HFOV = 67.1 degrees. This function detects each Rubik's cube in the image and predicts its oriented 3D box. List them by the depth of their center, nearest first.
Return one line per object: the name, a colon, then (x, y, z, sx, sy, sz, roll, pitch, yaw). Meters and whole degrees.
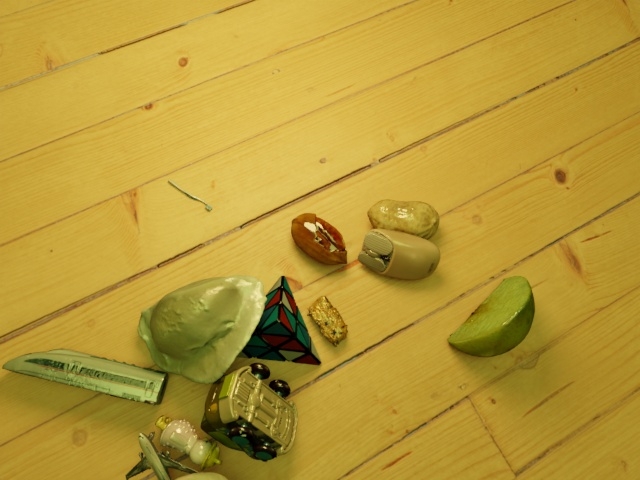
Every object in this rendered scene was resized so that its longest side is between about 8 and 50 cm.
Rubik's cube: (-0.069, 0.269, 1.314, 0.234, 0.250, 0.284, 43, 68, -14)

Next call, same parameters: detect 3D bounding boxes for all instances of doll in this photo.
doll: (-0.332, 0.511, 1.218, 0.207, 0.129, 0.081, 22, 66, 23)

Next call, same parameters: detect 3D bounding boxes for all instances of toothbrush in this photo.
toothbrush: (-0.395, -0.140, 1.465, 0.162, 0.014, 0.017, 35, 54, 5)

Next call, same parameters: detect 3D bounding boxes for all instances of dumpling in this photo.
dumpling: (-0.327, 0.206, 1.250, 0.212, 0.321, 0.269, 36, 49, -23)

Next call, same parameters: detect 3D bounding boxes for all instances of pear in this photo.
pear: (0.527, 0.227, 1.351, 0.288, 0.239, 0.139, -41, 82, -15)

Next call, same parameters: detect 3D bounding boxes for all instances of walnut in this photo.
walnut: (0.000, 0.000, 1.423, 0.207, 0.116, 0.116, 42, 73, 6)

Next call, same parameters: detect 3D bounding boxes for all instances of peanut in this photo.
peanut: (0.252, -0.061, 1.461, 0.225, 0.129, 0.129, 4, 73, -3)

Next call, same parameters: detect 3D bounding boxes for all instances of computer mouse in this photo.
computer mouse: (0.233, 0.045, 1.420, 0.237, 0.145, 0.082, 15, 37, -4)

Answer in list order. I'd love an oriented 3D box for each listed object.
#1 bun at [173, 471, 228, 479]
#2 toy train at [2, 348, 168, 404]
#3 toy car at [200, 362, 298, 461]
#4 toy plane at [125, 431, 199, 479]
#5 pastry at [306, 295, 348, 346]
bun: (-0.261, 0.672, 1.098, 0.284, 0.179, 0.283, -6, 75, 22)
toy train: (-0.610, 0.341, 1.259, 0.408, 0.086, 0.088, 14, 74, -3)
toy car: (-0.198, 0.448, 1.228, 0.248, 0.198, 0.204, 47, 32, -27)
toy plane: (-0.397, 0.557, 1.186, 0.226, 0.058, 0.226, -9, 103, 16)
pastry: (0.024, 0.230, 1.384, 0.080, 0.056, 0.140, -41, 84, -4)
